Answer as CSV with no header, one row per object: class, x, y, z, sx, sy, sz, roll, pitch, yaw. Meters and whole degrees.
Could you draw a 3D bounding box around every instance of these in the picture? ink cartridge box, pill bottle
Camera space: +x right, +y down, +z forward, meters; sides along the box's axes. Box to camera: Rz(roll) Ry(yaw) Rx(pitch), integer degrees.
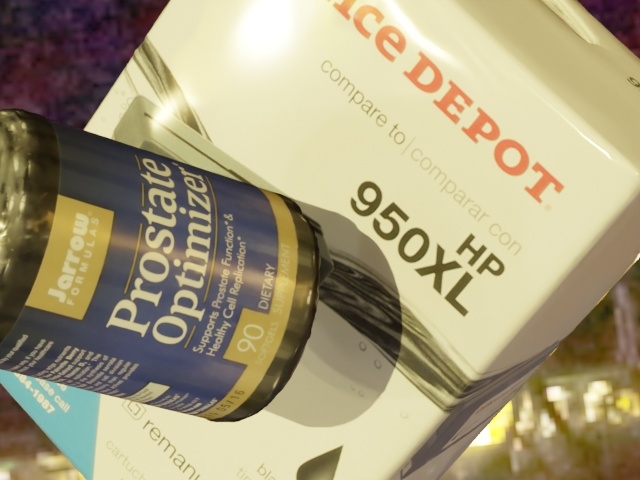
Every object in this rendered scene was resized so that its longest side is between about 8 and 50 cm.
ink cartridge box,0.000,0.000,0.988,0.395,0.285,0.166,-52,163,25
pill bottle,-0.120,0.008,0.782,0.219,0.122,0.123,17,161,-30
